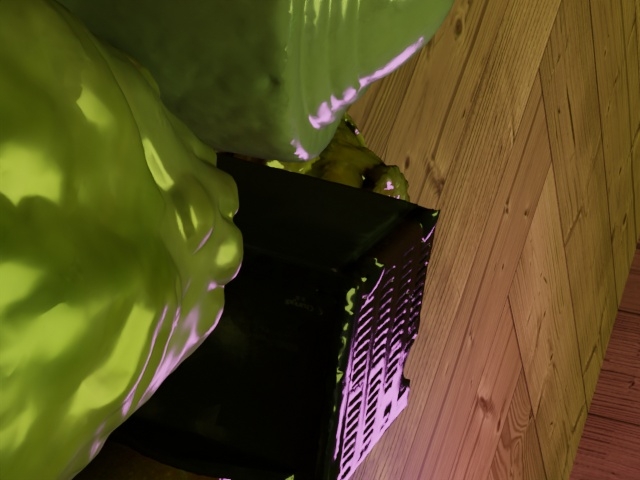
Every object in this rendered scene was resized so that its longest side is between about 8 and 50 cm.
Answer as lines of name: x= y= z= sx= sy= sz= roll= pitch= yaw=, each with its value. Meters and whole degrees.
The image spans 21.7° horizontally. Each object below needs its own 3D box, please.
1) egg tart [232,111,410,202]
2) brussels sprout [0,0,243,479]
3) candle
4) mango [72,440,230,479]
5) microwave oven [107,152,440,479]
egg tart: x=0.000 y=0.000 z=1.483 sx=0.294 sy=0.123 sz=0.294 roll=11 pitch=90 yaw=-70
brussels sprout: x=-0.197 y=0.007 z=0.712 sx=0.317 sy=0.243 sz=0.273 roll=30 pitch=68 yaw=-29
candle: x=-0.075 y=-0.155 z=0.858 sx=0.221 sy=0.343 sz=0.221 roll=11 pitch=90 yaw=-76
mango: x=-0.149 y=0.204 z=1.195 sx=0.267 sy=0.111 sz=0.133 roll=-48 pitch=143 yaw=-53
microwave oven: x=-0.064 y=0.047 z=1.147 sx=0.188 sy=0.247 sz=0.178 roll=-35 pitch=137 yaw=-62
